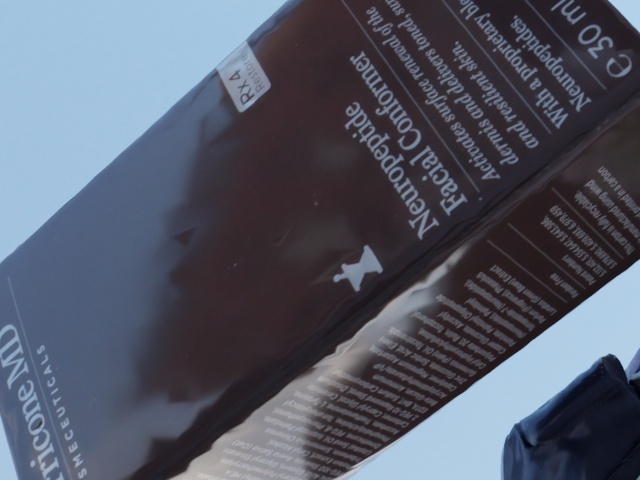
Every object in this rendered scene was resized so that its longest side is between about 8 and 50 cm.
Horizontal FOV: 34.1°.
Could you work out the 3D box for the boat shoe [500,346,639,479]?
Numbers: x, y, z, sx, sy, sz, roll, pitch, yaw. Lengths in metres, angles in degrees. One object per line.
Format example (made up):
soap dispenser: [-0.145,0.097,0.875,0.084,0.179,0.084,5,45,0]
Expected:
boat shoe: [0.157,0.215,0.668,0.127,0.340,0.158,-2,-134,-45]

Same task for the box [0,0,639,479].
box: [0.000,0.000,0.562,0.143,0.381,0.191,30,-156,-51]
